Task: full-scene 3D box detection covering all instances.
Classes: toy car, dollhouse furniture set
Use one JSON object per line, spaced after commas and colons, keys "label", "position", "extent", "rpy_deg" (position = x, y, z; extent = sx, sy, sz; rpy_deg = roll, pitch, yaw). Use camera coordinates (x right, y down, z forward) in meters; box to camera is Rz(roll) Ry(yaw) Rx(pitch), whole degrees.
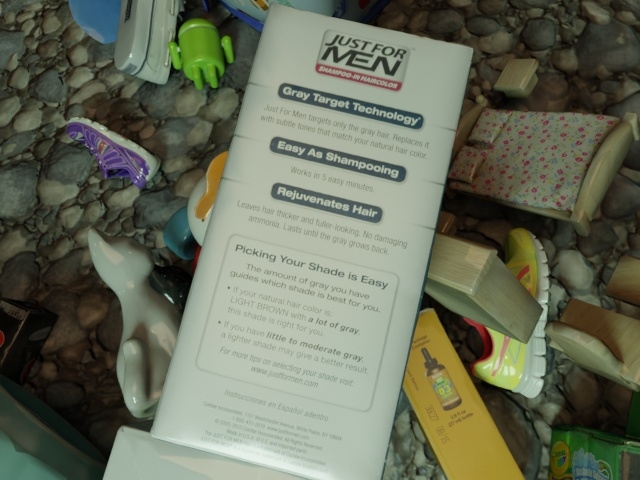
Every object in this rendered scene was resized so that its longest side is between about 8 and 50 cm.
{"label": "toy car", "position": [-0.074, -0.033, 0.538], "extent": [0.219, 0.238, 0.210], "rpy_deg": [39, 69, 17]}
{"label": "dollhouse furniture set", "position": [0.238, -0.083, 0.482], "extent": [0.303, 0.173, 0.356], "rpy_deg": [24, 83, 47]}

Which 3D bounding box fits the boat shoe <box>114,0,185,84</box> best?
{"label": "boat shoe", "position": [-0.268, -0.393, 0.752], "extent": [0.096, 0.088, 0.268], "rpy_deg": [-5, 77, 41]}

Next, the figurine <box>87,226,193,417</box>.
{"label": "figurine", "position": [-0.187, 0.093, 0.544], "extent": [0.092, 0.215, 0.210], "rpy_deg": [-29, 70, -4]}

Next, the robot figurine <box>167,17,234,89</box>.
{"label": "robot figurine", "position": [-0.192, -0.305, 0.733], "extent": [0.101, 0.067, 0.115], "rpy_deg": [-11, 78, -6]}

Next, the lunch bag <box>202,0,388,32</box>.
{"label": "lunch bag", "position": [-0.098, -0.488, 0.646], "extent": [0.385, 0.328, 0.239], "rpy_deg": [36, 77, 14]}

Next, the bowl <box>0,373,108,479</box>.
{"label": "bowl", "position": [-0.359, 0.265, 0.495], "extent": [0.311, 0.312, 0.163], "rpy_deg": [32, 61, 15]}

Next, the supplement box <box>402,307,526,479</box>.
{"label": "supplement box", "position": [0.151, 0.203, 0.539], "extent": [0.077, 0.080, 0.234], "rpy_deg": [-25, 74, -1]}

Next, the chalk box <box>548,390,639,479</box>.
{"label": "chalk box", "position": [0.339, 0.284, 0.439], "extent": [0.180, 0.179, 0.289], "rpy_deg": [10, 74, 11]}

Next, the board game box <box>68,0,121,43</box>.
{"label": "board game box", "position": [-0.346, -0.405, 0.797], "extent": [0.168, 0.033, 0.133], "rpy_deg": [-23, 85, -22]}

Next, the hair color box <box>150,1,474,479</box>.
{"label": "hair color box", "position": [0.000, 0.000, 0.388], "extent": [0.173, 0.105, 0.348], "rpy_deg": [14, 84, 2]}

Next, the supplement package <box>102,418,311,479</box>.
{"label": "supplement package", "position": [-0.073, 0.291, 0.443], "extent": [0.197, 0.263, 0.200], "rpy_deg": [11, 76, 10]}

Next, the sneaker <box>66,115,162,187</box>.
{"label": "sneaker", "position": [-0.333, -0.137, 0.707], "extent": [0.169, 0.068, 0.071], "rpy_deg": [28, 85, 13]}

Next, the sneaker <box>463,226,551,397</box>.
{"label": "sneaker", "position": [0.228, 0.081, 0.564], "extent": [0.094, 0.081, 0.209], "rpy_deg": [5, 73, 14]}

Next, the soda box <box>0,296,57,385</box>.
{"label": "soda box", "position": [-0.445, 0.169, 0.633], "extent": [0.053, 0.060, 0.169], "rpy_deg": [20, 78, 14]}
